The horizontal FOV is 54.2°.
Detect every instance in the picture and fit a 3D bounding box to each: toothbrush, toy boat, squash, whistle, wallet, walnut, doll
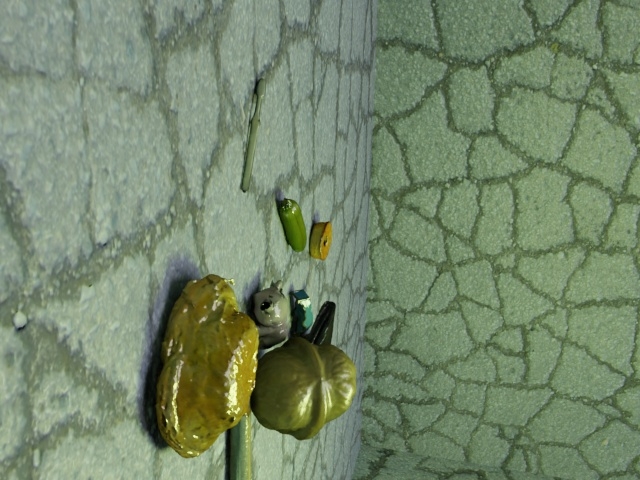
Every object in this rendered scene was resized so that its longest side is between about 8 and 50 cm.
[{"bbox_3d":[-0.164,-0.258,1.530,0.028,0.026,0.294,110,-12,-78],"label":"toothbrush"},{"bbox_3d":[-0.071,0.249,2.098,0.075,0.077,0.185,49,-26,44],"label":"toy boat"},{"bbox_3d":[-0.082,-0.052,1.904,0.258,0.069,0.069,79,21,-54],"label":"squash"},{"bbox_3d":[-0.207,0.532,1.610,0.068,0.057,0.326,-36,131,-70],"label":"whistle"},{"bbox_3d":[-0.011,0.421,2.271,0.406,0.062,0.228,95,15,-47],"label":"wallet"},{"bbox_3d":[-0.053,0.398,1.690,0.277,0.282,0.253,-41,-150,57],"label":"walnut"},{"bbox_3d":[-0.137,0.207,1.702,0.149,0.095,0.192,-61,156,-56],"label":"doll"}]

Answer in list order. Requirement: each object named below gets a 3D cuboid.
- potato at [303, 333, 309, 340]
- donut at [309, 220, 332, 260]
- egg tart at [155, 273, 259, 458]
[{"bbox_3d":[-0.045,0.371,2.318,0.083,0.040,0.051,62,26,-72],"label":"potato"},{"bbox_3d":[0.000,0.000,2.316,0.152,0.058,0.152,6,90,-77],"label":"donut"},{"bbox_3d":[-0.210,0.262,1.270,0.339,0.153,0.351,79,21,-61],"label":"egg tart"}]
